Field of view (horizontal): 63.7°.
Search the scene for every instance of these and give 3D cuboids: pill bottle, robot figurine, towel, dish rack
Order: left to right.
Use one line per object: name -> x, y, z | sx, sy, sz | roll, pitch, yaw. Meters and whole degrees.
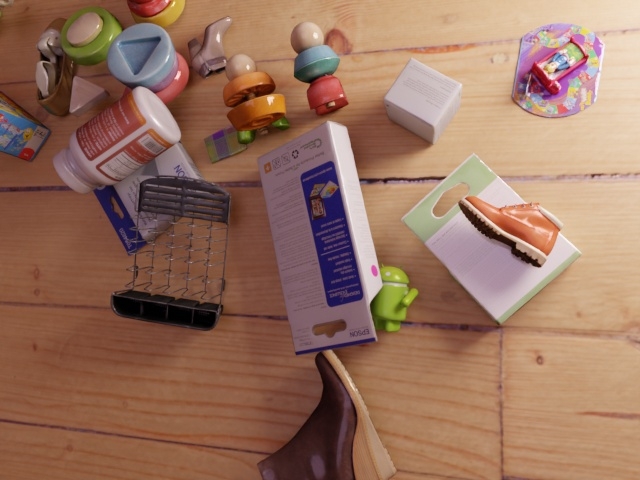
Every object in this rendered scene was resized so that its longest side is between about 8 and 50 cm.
pill bottle -> -0.384, -0.181, 0.969 | 0.216, 0.121, 0.121 | -31, 77, 9
dish rack -> -0.269, 0.017, 0.959 | 0.209, 0.074, 0.271 | 8, 98, 6
towel -> -0.187, -0.193, 1.024 | 0.083, 0.009, 0.060 | -21, 79, 12
robot figurine -> 0.115, 0.097, 0.878 | 0.101, 0.067, 0.115 | 3, 84, 39

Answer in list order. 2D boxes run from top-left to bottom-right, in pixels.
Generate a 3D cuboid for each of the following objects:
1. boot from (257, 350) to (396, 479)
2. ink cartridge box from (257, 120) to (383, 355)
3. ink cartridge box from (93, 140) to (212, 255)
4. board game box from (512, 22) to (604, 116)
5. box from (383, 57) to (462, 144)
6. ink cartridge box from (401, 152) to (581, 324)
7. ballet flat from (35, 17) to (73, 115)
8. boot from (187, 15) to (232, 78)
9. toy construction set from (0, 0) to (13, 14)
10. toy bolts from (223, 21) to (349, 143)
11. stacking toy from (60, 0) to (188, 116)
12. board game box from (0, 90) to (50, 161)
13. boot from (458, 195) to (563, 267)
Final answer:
boot -> -0.014, 0.325, 0.854 | 0.207, 0.090, 0.248 | -25, 78, -2
ink cartridge box -> 0.000, 0.000, 0.891 | 0.176, 0.069, 0.370 | -19, 76, 37
ink cartridge box -> -0.363, -0.119, 1.043 | 0.224, 0.045, 0.223 | -37, 76, 8
board game box -> 0.402, -0.294, 0.867 | 0.133, 0.033, 0.168 | 10, 86, 16
box -> 0.176, -0.235, 0.885 | 0.101, 0.102, 0.087 | 34, 91, 15
ink cartridge box -> 0.275, -0.003, 0.855 | 0.171, 0.056, 0.235 | -43, 72, 6
ballet flat -> -0.579, -0.390, 1.119 | 0.080, 0.073, 0.232 | -8, 81, 13
boot -> -0.211, -0.385, 1.042 | 0.119, 0.042, 0.086 | -31, 83, 10
toy construction set -> -0.770, -0.609, 1.168 | 0.215, 0.151, 0.327 | -23, 67, 11
toy bolts -> -0.076, -0.291, 0.908 | 0.229, 0.218, 0.158 | -19, 92, 5
stacking toy -> -0.415, -0.410, 1.021 | 0.280, 0.130, 0.308 | -14, 73, 7
board game box -> -0.774, -0.311, 1.043 | 0.308, 0.302, 0.086 | 36, 93, 15
boot -> 0.294, -0.035, 0.801 | 0.158, 0.059, 0.084 | 34, 88, 9
